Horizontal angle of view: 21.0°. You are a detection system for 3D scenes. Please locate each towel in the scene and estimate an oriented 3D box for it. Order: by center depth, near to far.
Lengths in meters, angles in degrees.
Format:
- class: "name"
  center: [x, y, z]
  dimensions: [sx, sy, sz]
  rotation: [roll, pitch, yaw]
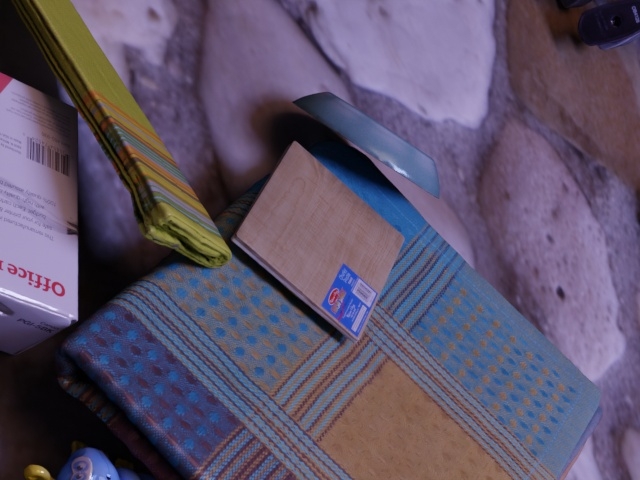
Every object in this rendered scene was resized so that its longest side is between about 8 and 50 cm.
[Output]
- class: "towel"
  center: [-0.129, -0.086, 0.971]
  dimensions: [0.237, 0.021, 0.102]
  rotation: [57, 6, 21]
- class: "towel"
  center: [0.023, 0.088, 1.024]
  dimensions: [0.271, 0.040, 0.370]
  rotation: [45, 31, 2]

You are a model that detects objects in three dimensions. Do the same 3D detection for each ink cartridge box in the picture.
- class: "ink cartridge box"
  center: [-0.181, -0.020, 0.904]
  dimensions: [0.099, 0.056, 0.135]
  rotation: [25, 49, -40]

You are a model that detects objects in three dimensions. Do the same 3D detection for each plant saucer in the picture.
- class: "plant saucer"
  center: [0.036, -0.069, 1.169]
  dimensions: [0.119, 0.021, 0.119]
  rotation: [34, 4, -3]

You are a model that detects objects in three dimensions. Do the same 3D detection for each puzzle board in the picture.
- class: "puzzle board"
  center: [0.000, 0.000, 1.051]
  dimensions: [0.096, 0.011, 0.128]
  rotation: [41, 32, -9]

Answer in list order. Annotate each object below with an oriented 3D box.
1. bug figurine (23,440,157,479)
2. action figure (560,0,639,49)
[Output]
- class: "bug figurine"
  center: [-0.063, 0.233, 0.871]
  dimensions: [0.216, 0.072, 0.279]
  rotation: [25, 49, -40]
- class: "action figure"
  center: [0.316, -0.221, 1.612]
  dimensions: [0.285, 0.099, 0.185]
  rotation: [-8, 69, -56]
